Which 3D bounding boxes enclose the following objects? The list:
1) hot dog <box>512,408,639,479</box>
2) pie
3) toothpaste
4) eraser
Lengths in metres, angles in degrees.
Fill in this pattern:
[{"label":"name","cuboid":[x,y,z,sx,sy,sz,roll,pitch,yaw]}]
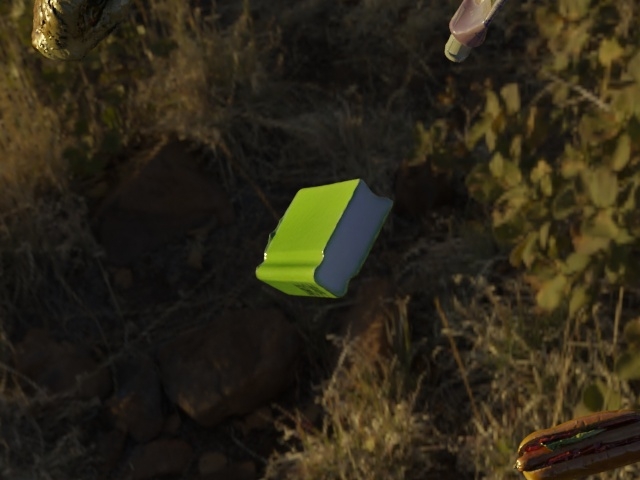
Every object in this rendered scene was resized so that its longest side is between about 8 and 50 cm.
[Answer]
[{"label":"hot dog","cuboid":[0.409,0.321,1.668,0.236,0.062,0.092,-17,74,-4]},{"label":"pie","cuboid":[-0.243,-0.272,1.079,0.163,0.079,0.193,-9,70,51]},{"label":"toothpaste","cuboid":[0.218,-0.325,1.259,0.048,0.301,0.075,-21,64,-35]},{"label":"eraser","cuboid":[0.000,0.000,1.946,0.210,0.092,0.274,-62,21,-15]}]
